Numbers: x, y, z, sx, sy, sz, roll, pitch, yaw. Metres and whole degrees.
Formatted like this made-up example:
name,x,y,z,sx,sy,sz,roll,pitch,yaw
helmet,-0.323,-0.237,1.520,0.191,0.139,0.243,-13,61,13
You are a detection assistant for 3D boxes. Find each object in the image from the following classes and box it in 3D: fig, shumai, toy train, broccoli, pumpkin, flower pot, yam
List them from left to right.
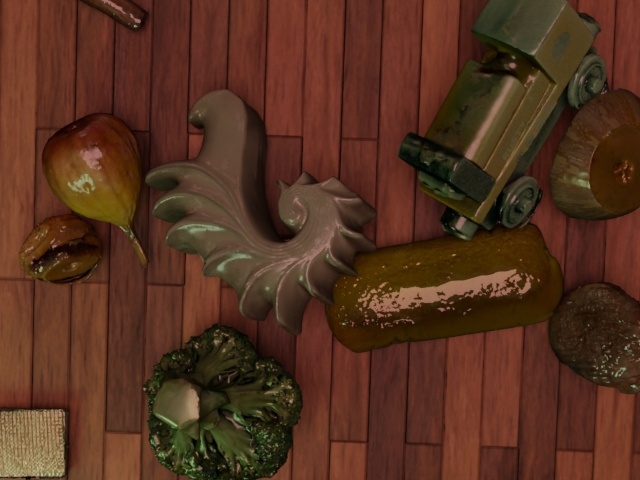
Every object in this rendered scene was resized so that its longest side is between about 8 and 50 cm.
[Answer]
name,x,y,z,sx,sy,sz,roll,pitch,yaw
yam,-0.394,-0.417,1.820,0.264,0.046,0.046,32,94,-1
fig,-0.331,-0.073,1.791,0.159,0.159,0.257,-24,100,3
broccoli,-0.162,0.253,1.745,0.270,0.270,0.270,-4,78,18
flower pot,-0.103,-0.043,1.761,0.367,0.164,0.254,39,92,19
toy train,0.277,-0.192,1.700,0.160,0.253,0.397,33,93,34
shumai,0.470,0.157,1.788,0.153,0.209,0.161,20,78,-32
pumpkin,0.457,-0.115,1.732,0.217,0.110,0.217,-13,122,-22

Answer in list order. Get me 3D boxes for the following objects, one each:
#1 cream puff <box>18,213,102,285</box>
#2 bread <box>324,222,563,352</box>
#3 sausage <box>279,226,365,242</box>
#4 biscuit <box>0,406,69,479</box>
name,x,y,z,sx,sy,sz,roll,pitch,yaw
cream puff,-0.420,0.015,1.815,0.133,0.119,0.104,-19,69,-12
bread,0.195,0.077,1.801,0.383,0.112,0.166,-10,94,3
sausage,0.000,0.000,1.841,0.147,0.035,0.030,-6,60,4
biscuit,-0.518,0.335,1.873,0.199,0.040,0.121,1,91,0
